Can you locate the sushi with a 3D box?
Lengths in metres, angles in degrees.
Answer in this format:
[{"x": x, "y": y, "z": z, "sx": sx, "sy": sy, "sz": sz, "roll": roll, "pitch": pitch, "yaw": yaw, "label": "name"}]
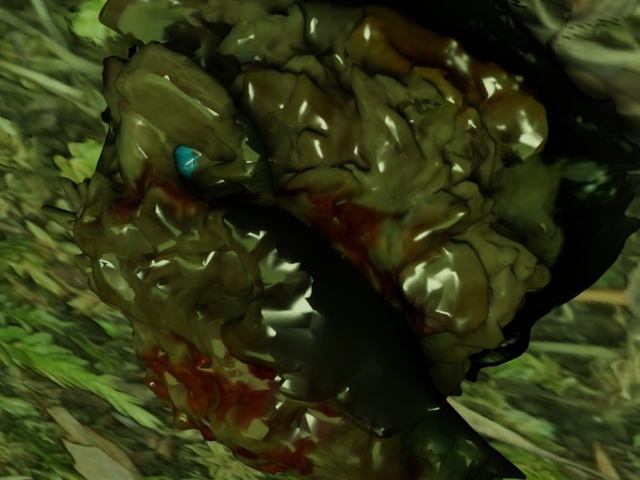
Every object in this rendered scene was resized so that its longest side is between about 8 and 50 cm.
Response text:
[{"x": -0.003, "y": 0.004, "z": 0.796, "sx": 0.238, "sy": 0.218, "sz": 0.225, "roll": 26, "pitch": 145, "yaw": 2, "label": "sushi"}]
